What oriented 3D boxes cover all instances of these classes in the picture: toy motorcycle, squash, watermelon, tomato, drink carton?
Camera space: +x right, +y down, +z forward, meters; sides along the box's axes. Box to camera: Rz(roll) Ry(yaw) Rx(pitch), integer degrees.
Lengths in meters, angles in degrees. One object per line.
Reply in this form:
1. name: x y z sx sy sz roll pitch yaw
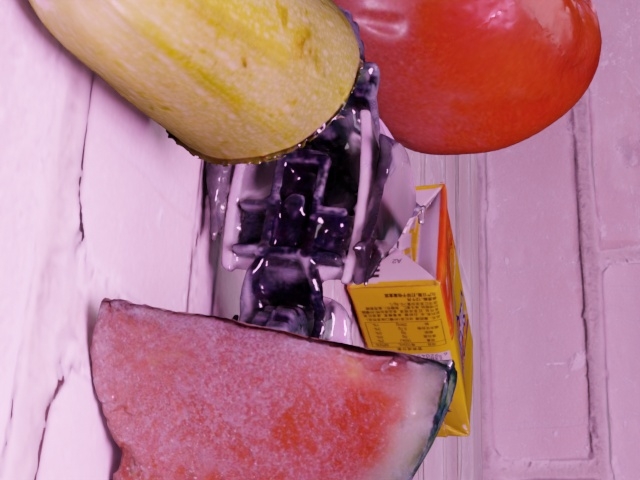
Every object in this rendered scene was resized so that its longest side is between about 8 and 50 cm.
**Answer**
1. toy motorcycle: 0.000 0.000 0.802 0.188 0.143 0.326 54 43 -67
2. squash: -0.079 -0.111 0.561 0.287 0.137 0.137 10 77 -70
3. watermelon: -0.026 0.112 0.577 0.202 0.207 0.136 19 51 -31
4. tomato: 0.114 -0.243 1.071 0.341 0.273 0.341 42 30 -32
5. drink carton: 0.123 0.097 1.349 0.351 0.111 0.154 70 22 -50
